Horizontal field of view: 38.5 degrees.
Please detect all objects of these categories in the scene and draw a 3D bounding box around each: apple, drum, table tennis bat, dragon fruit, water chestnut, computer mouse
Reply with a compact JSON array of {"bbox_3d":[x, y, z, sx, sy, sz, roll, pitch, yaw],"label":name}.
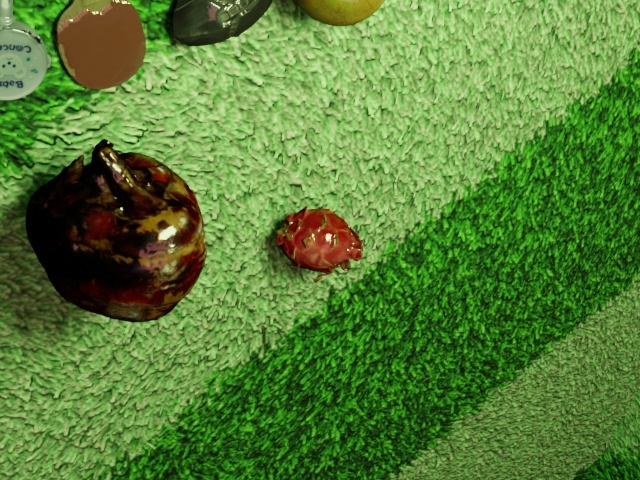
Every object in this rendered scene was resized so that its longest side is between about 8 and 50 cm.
[{"bbox_3d":[0.025,-0.420,1.403,0.183,0.155,0.182,-8,126,-11],"label":"apple"},{"bbox_3d":[-0.416,-0.311,1.258,0.130,0.049,0.253,7,119,-37],"label":"drum"},{"bbox_3d":[-0.329,-0.323,1.330,0.131,0.022,0.234,-25,134,-16],"label":"table tennis bat"},{"bbox_3d":[0.000,0.000,1.718,0.166,0.133,0.136,9,117,1],"label":"dragon fruit"},{"bbox_3d":[-0.310,-0.014,1.404,0.289,0.289,0.244,-48,147,7],"label":"water chestnut"},{"bbox_3d":[-0.142,-0.361,1.396,0.192,0.062,0.105,-34,135,-5],"label":"computer mouse"}]
